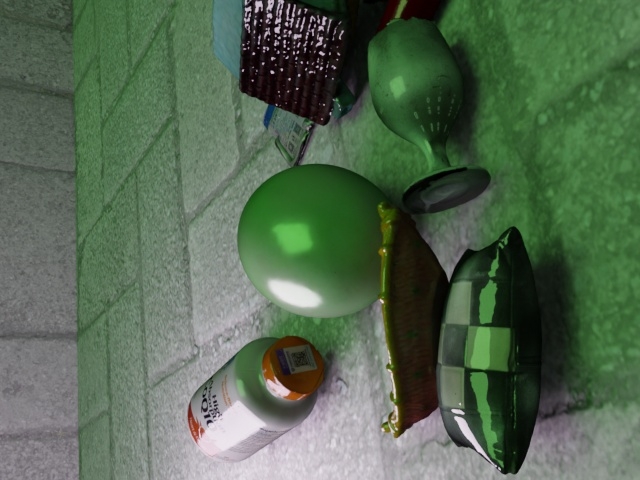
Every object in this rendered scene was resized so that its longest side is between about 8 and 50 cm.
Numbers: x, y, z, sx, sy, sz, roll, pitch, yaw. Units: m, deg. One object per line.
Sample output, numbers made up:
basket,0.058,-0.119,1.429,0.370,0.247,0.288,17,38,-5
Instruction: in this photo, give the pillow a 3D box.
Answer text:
pillow,0.189,0.119,0.801,0.186,0.106,0.250,124,151,-82

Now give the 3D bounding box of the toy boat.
toy boat,0.115,0.111,0.897,0.099,0.141,0.318,7,108,32

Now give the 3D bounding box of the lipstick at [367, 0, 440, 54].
lipstick,0.149,-0.371,0.990,0.280,0.073,0.073,-64,38,30

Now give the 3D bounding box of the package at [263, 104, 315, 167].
package,-0.051,-0.245,1.326,0.173,0.027,0.171,60,136,42

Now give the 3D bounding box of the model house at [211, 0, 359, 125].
model house,-0.012,-0.344,1.118,0.249,0.230,0.280,45,159,12

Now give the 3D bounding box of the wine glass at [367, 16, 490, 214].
wine glass,0.134,-0.164,0.929,0.126,0.126,0.241,-38,57,49

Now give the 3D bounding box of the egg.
egg,0.000,0.000,1.024,0.269,0.220,0.221,4,88,52

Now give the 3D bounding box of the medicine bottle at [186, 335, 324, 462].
medicine bottle,-0.106,0.262,1.209,0.289,0.157,0.157,-45,49,45

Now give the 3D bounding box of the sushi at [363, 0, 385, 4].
sushi,0.098,-0.416,1.086,0.061,0.060,0.118,40,117,58
